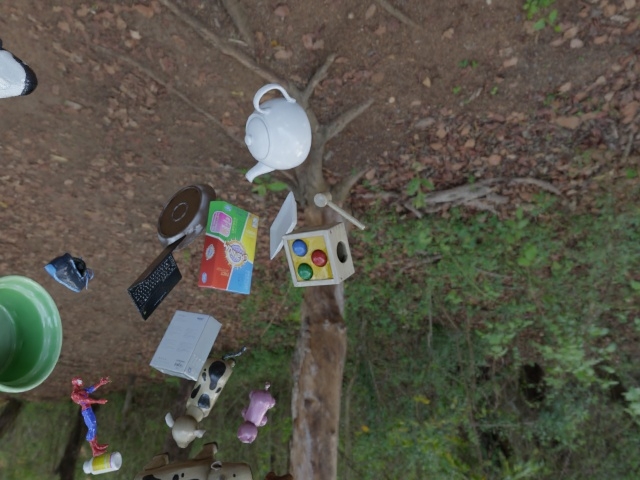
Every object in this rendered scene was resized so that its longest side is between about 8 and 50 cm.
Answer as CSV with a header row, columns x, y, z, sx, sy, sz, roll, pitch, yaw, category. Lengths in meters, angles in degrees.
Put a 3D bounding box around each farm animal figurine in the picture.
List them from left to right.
x,y,z,sx,sy,sz,roll,pitch,yaw,category
-0.212,0.412,0.913,0.326,0.331,0.172,-29,175,-4,farm animal figurine

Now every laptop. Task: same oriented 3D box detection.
x,y,z,sx,sy,sz,roll,pitch,yaw,category
-0.557,0.135,1.771,0.136,0.234,0.265,13,136,23,laptop

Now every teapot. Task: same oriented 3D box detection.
x,y,z,sx,sy,sz,roll,pitch,yaw,category
-0.163,-0.350,1.629,0.187,0.256,0.252,-16,-178,-36,teapot

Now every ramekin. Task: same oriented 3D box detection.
x,y,z,sx,sy,sz,roll,pitch,yaw,category
-0.849,0.251,1.301,0.148,0.304,0.303,-11,152,11,ramekin

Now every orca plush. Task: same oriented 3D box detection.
x,y,z,sx,sy,sz,roll,pitch,yaw,category
-0.735,-0.367,1.098,0.287,0.151,0.102,0,-174,14,orca plush

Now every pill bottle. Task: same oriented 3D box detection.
x,y,z,sx,sy,sz,roll,pitch,yaw,category
-0.548,0.561,1.243,0.083,0.044,0.043,-13,153,3,pill bottle

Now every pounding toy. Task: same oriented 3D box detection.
x,y,z,sx,sy,sz,roll,pitch,yaw,category
0.006,-0.007,1.135,0.181,0.206,0.094,-7,-169,33,pounding toy

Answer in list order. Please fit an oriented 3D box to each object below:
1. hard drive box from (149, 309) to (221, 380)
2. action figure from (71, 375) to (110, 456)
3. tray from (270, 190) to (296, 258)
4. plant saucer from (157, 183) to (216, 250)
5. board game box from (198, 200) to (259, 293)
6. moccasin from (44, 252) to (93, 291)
x,y,z,sx,sy,sz,roll,pitch,yaw,category
-0.508,0.392,1.872,0.181,0.232,0.089,3,148,31,hard drive box
-0.796,0.605,1.774,0.139,0.281,0.091,-23,-176,-19,action figure
-0.137,-0.051,1.843,0.030,0.145,0.270,9,147,-19,tray
-0.543,-0.104,1.957,0.310,0.311,0.050,-14,144,30,plant saucer
-0.342,0.033,1.881,0.064,0.317,0.242,1,169,27,board game box
-1.017,0.133,2.054,0.138,0.117,0.342,45,163,-3,moccasin
